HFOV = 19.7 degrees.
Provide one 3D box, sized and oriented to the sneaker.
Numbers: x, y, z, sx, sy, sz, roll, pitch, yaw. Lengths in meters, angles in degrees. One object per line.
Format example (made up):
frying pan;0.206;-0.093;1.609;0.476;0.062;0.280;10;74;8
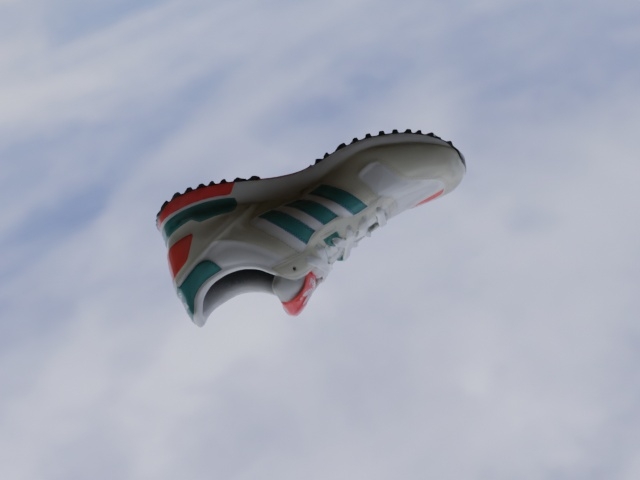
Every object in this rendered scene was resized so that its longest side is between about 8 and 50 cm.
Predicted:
sneaker;0.000;0.000;0.926;0.161;0.057;0.075;-14;-119;4
